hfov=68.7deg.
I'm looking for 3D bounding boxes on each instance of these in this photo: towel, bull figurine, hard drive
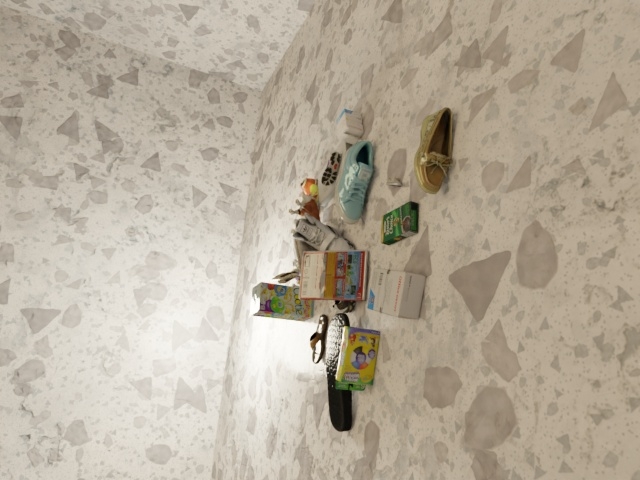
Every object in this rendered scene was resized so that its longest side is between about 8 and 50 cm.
[{"bbox_3d":[-0.024,0.108,2.101,0.049,0.187,0.282,-46,35,26],"label":"towel"},{"bbox_3d":[-0.065,-0.109,2.303,0.101,0.188,0.311,-25,71,35],"label":"bull figurine"},{"bbox_3d":[0.070,-0.334,2.297,0.307,0.040,0.203,133,143,-50],"label":"hard drive"}]

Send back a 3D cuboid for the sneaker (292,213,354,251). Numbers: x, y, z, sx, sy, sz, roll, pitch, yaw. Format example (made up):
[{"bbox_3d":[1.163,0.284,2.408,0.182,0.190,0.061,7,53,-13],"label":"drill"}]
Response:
[{"bbox_3d":[0.000,0.000,2.052,0.137,0.210,0.366,-60,25,10],"label":"sneaker"}]

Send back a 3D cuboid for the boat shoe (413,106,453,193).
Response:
[{"bbox_3d":[0.367,-0.289,1.494,0.089,0.104,0.285,150,129,-64],"label":"boat shoe"}]

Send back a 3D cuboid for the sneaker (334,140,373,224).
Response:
[{"bbox_3d":[0.149,-0.254,1.952,0.150,0.135,0.366,147,130,-64],"label":"sneaker"}]

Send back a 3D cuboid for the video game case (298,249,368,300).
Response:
[{"bbox_3d":[0.051,0.140,1.893,0.285,0.025,0.204,-2,72,24],"label":"video game case"}]

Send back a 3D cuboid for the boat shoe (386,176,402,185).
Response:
[{"bbox_3d":[0.279,-0.222,1.762,0.100,0.035,0.035,-151,71,-73],"label":"boat shoe"}]

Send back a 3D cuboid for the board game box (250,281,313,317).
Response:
[{"bbox_3d":[-0.185,0.302,2.270,0.144,0.275,0.142,144,132,-59],"label":"board game box"}]

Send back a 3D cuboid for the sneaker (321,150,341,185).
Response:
[{"bbox_3d":[0.054,-0.340,2.230,0.071,0.068,0.170,-134,66,-81],"label":"sneaker"}]

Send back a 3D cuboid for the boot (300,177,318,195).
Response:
[{"bbox_3d":[-0.081,-0.287,2.575,0.158,0.084,0.059,123,148,-44],"label":"boot"}]

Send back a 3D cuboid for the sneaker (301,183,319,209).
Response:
[{"bbox_3d":[-0.054,-0.209,2.457,0.081,0.094,0.209,139,139,-58],"label":"sneaker"}]

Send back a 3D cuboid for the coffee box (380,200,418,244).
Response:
[{"bbox_3d":[0.279,-0.058,1.667,0.184,0.040,0.113,152,126,-61],"label":"coffee box"}]

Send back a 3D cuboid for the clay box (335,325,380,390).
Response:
[{"bbox_3d":[0.132,0.423,1.661,0.053,0.127,0.222,172,107,-67],"label":"clay box"}]

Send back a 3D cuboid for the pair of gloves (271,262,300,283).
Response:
[{"bbox_3d":[-0.109,0.140,2.270,0.204,0.240,0.042,3,117,67],"label":"pair of gloves"}]

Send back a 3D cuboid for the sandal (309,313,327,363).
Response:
[{"bbox_3d":[-0.016,0.436,2.088,0.090,0.060,0.220,-177,98,-67],"label":"sandal"}]

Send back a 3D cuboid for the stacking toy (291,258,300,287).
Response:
[{"bbox_3d":[-0.128,0.222,2.471,0.167,0.052,0.221,-134,58,-64],"label":"stacking toy"}]

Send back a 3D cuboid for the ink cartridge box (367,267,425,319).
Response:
[{"bbox_3d":[0.249,0.174,1.562,0.203,0.085,0.148,3,82,66],"label":"ink cartridge box"}]

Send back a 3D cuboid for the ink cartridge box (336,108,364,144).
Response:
[{"bbox_3d":[0.136,-0.520,2.169,0.090,0.092,0.143,129,146,-48],"label":"ink cartridge box"}]

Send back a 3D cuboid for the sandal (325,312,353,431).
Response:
[{"bbox_3d":[0.095,0.490,1.777,0.167,0.107,0.446,-170,80,-66],"label":"sandal"}]

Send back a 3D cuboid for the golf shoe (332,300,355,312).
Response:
[{"bbox_3d":[0.092,0.196,1.916,0.077,0.093,0.198,135,142,-54],"label":"golf shoe"}]
